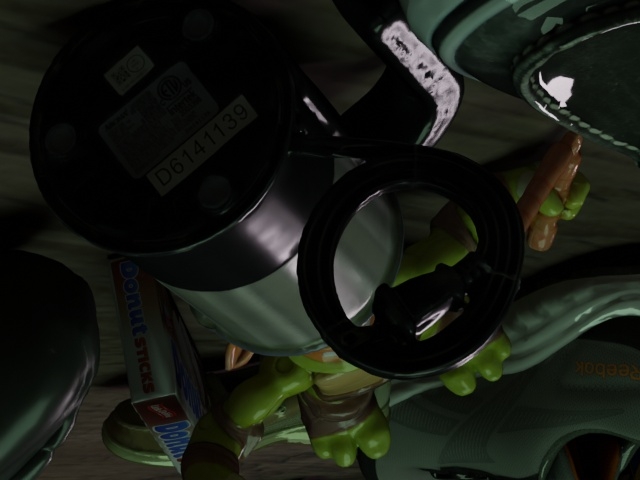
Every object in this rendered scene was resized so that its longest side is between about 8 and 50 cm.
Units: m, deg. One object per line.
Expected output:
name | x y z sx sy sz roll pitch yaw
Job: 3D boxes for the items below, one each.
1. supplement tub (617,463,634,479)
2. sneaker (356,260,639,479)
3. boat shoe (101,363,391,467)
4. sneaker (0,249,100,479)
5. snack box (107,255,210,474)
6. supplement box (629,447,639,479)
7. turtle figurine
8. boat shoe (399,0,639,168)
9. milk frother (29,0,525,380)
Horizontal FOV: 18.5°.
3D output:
supplement tub | 0.132 0.308 1.540 0.338 0.207 0.207 -17 162 15
sneaker | 0.102 0.100 1.057 0.100 0.108 0.271 -4 161 -31
boat shoe | -0.037 0.080 1.006 0.153 0.048 0.056 -5 -154 -13
sneaker | -0.223 0.066 0.739 0.286 0.109 0.130 -18 155 9
snack box | -0.068 0.061 0.885 0.022 0.064 0.178 -11 162 0
supplement box | 0.326 0.232 1.201 0.195 0.356 0.194 -13 162 -1
turtle figurine | 0.006 0.050 0.841 0.269 0.087 0.217 -46 166 0
boat shoe | 0.163 -0.047 0.630 0.335 0.119 0.121 4 156 -43
milk frother | 0.000 0.000 0.621 0.129 0.143 0.135 -24 158 10
